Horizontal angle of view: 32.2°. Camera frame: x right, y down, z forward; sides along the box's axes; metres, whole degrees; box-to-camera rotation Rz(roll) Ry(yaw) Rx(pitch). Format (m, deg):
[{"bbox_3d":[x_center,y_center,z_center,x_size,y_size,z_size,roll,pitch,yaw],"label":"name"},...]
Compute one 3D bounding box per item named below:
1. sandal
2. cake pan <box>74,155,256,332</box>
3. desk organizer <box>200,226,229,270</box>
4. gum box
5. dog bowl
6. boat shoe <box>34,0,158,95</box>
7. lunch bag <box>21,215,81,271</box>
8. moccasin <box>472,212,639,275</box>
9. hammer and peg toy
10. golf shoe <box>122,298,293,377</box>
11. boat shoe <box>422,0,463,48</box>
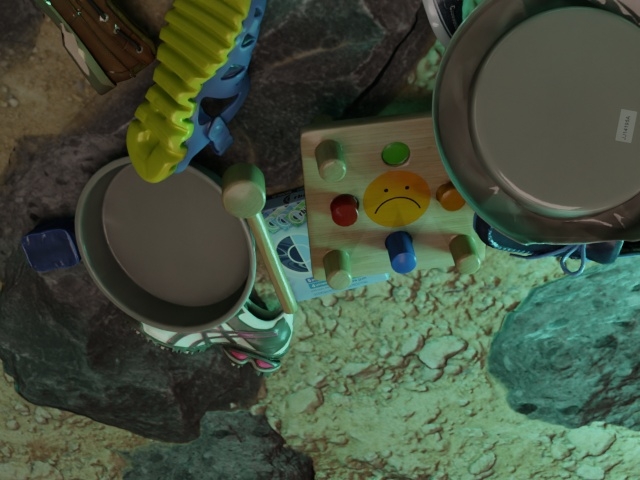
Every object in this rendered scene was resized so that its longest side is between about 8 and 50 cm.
[{"bbox_3d":[-0.148,-0.220,1.479,0.138,0.126,0.317,-7,139,-45],"label":"sandal"},{"bbox_3d":[-0.224,0.000,1.653,0.293,0.054,0.293,8,118,16],"label":"cake pan"},{"bbox_3d":[-0.160,0.018,1.708,0.047,0.050,0.130,7,130,1],"label":"desk organizer"},{"bbox_3d":[0.000,0.000,1.678,0.157,0.041,0.184,-14,125,18],"label":"gum box"},{"bbox_3d":[0.308,-0.157,1.363,0.349,0.102,0.348,0,93,1],"label":"dog bowl"},{"bbox_3d":[-0.319,-0.333,1.413,0.104,0.110,0.307,-31,131,1],"label":"boat shoe"},{"bbox_3d":[-0.404,0.002,1.720,0.098,0.065,0.067,-8,113,16],"label":"lunch bag"},{"bbox_3d":[0.378,-0.033,1.486,0.342,0.117,0.137,-8,128,-14],"label":"moccasin"},{"bbox_3d":[0.051,-0.051,1.530,0.361,0.127,0.266,-7,127,-2],"label":"hammer and peg toy"},{"bbox_3d":[-0.177,0.123,1.783,0.273,0.105,0.120,15,114,-12],"label":"golf shoe"},{"bbox_3d":[0.166,-0.321,1.372,0.083,0.065,0.183,-14,125,20],"label":"boat shoe"}]
